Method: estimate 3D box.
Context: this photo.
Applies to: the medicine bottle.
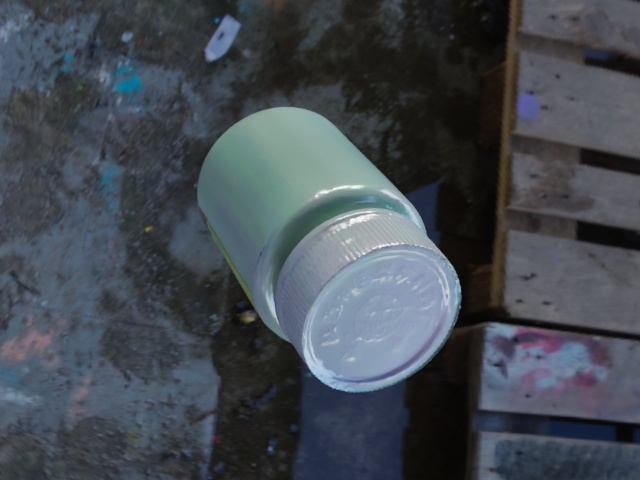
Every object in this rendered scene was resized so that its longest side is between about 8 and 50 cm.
[{"bbox_3d":[0.000,0.000,0.795,0.139,0.225,0.139,-12,123,-19],"label":"medicine bottle"}]
